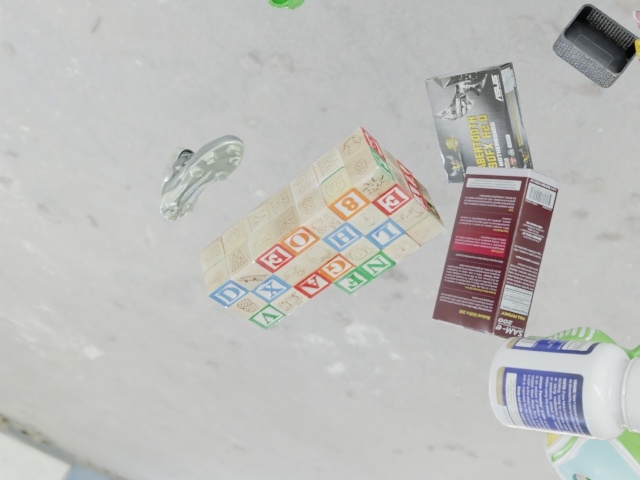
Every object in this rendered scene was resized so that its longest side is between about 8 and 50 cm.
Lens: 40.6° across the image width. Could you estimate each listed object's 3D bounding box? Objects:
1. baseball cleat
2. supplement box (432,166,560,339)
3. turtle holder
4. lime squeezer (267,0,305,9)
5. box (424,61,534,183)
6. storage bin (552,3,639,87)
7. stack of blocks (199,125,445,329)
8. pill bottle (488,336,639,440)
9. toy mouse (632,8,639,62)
[{"bbox_3d":[-0.192,-0.118,1.324,0.072,0.109,0.206,17,137,-39],"label":"baseball cleat"},{"bbox_3d":[0.255,0.017,1.268,0.073,0.239,0.130,16,177,-35],"label":"supplement box"},{"bbox_3d":[0.469,0.296,1.390,0.227,0.243,0.320,-39,119,25],"label":"turtle holder"},{"bbox_3d":[-0.068,-0.409,1.348,0.058,0.310,0.110,-28,102,15],"label":"lime squeezer"},{"bbox_3d":[0.325,-0.237,1.776,0.183,0.056,0.231,-1,110,42],"label":"box"},{"bbox_3d":[0.685,-0.481,2.146,0.180,0.122,0.084,38,169,7],"label":"storage bin"},{"bbox_3d":[0.000,0.000,1.203,0.297,0.087,0.171,-36,135,18],"label":"stack of blocks"},{"bbox_3d":[0.303,0.172,1.007,0.186,0.112,0.112,0,143,41],"label":"pill bottle"},{"bbox_3d":[0.680,-0.433,1.777,0.031,0.143,0.161,2,144,41],"label":"toy mouse"}]
